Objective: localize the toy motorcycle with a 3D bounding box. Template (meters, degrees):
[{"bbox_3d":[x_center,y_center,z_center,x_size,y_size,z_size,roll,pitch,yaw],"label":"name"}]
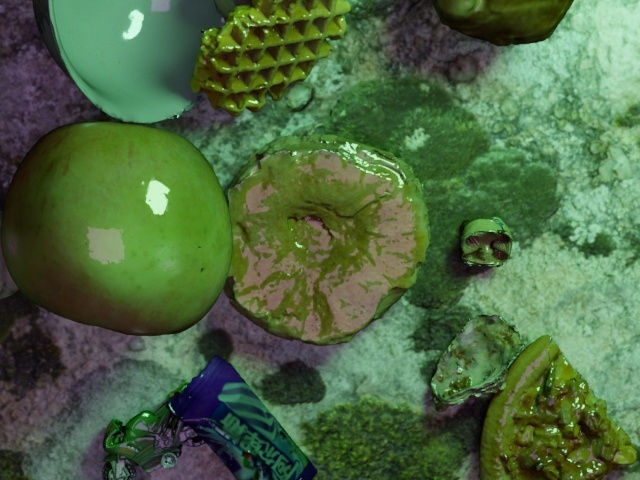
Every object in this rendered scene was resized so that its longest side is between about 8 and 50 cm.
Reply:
[{"bbox_3d":[-0.260,0.299,1.906,0.190,0.074,0.106,-31,94,2],"label":"toy motorcycle"}]

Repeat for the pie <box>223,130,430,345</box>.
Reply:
[{"bbox_3d":[0.000,0.000,1.856,0.340,0.083,0.339,-2,104,-7],"label":"pie"}]

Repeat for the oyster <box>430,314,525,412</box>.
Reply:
[{"bbox_3d":[0.236,0.195,1.922,0.105,0.056,0.177,35,91,28],"label":"oyster"}]

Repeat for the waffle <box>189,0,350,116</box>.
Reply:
[{"bbox_3d":[-0.073,-0.282,1.727,0.253,0.249,0.056,-34,60,-9],"label":"waffle"}]

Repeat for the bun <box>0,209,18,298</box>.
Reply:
[{"bbox_3d":[-0.462,0.011,1.809,0.094,0.138,0.138,-29,107,-43],"label":"bun"}]

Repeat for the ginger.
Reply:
[{"bbox_3d":[0.251,-0.397,1.740,0.223,0.269,0.200,-34,145,33],"label":"ginger"}]

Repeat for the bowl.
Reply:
[{"bbox_3d":[-0.280,-0.336,1.696,0.157,0.345,0.345,12,104,37],"label":"bowl"}]

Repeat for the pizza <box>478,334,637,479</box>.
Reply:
[{"bbox_3d":[0.326,0.318,1.955,0.268,0.087,0.258,-39,99,6],"label":"pizza"}]

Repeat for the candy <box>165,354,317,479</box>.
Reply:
[{"bbox_3d":[-0.112,0.303,1.890,0.070,0.145,0.275,-28,106,43],"label":"candy"}]

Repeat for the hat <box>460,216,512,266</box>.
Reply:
[{"bbox_3d":[0.250,-0.003,1.890,0.077,0.059,0.076,4,136,4],"label":"hat"}]

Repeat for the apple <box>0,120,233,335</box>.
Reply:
[{"bbox_3d":[-0.272,-0.021,1.714,0.319,0.319,0.277,13,91,-8],"label":"apple"}]

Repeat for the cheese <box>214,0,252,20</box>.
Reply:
[{"bbox_3d":[-0.086,-0.331,1.761,0.092,0.048,0.171,-55,136,-7],"label":"cheese"}]
